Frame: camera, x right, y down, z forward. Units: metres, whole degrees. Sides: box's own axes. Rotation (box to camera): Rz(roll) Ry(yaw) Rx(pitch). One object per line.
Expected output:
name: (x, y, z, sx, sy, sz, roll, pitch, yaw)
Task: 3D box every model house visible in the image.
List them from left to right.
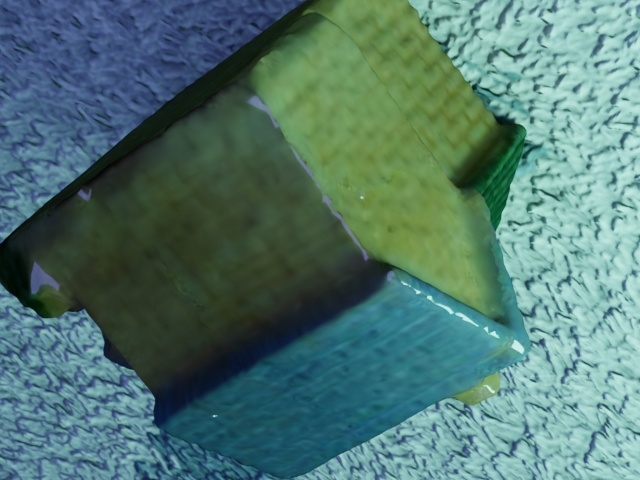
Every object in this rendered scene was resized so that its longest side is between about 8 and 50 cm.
model house: (0.000, 0.000, 1.606, 0.335, 0.382, 0.342, -33, 100, 35)
